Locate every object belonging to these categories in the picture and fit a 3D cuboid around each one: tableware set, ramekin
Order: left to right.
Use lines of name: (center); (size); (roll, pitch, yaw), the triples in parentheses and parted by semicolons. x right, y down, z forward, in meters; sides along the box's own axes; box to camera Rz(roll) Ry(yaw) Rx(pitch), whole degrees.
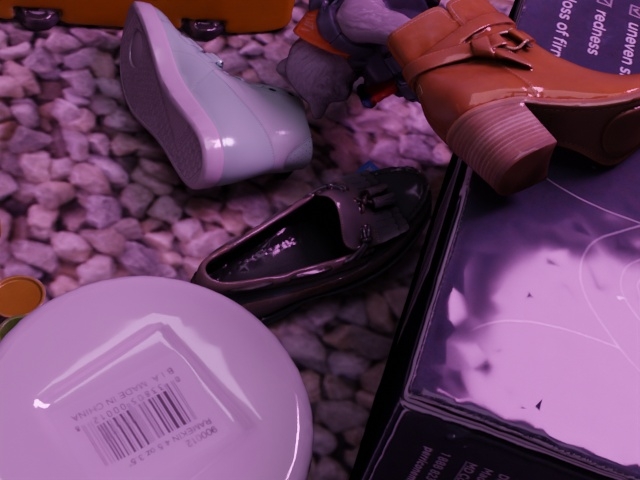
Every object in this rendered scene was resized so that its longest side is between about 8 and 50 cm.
tableware set: (-0.291, 0.038, 0.890); (0.104, 0.024, 0.154); (-7, 48, -13)
ramekin: (-0.137, 0.161, 0.789); (0.277, 0.135, 0.277); (7, 53, -9)

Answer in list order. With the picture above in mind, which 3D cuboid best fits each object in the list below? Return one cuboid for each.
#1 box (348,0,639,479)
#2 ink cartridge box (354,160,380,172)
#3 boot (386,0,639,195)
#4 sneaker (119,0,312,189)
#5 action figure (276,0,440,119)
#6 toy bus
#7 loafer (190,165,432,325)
box: (0.312, 0.081, 0.854); (0.471, 0.297, 0.480); (20, 53, 4)
ink cartridge box: (0.063, -0.036, 1.045); (0.083, 0.028, 0.048); (40, 57, 14)
boot: (0.158, -0.122, 0.745); (0.197, 0.073, 0.152); (-17, 56, -26)
sneaker: (-0.105, -0.149, 1.054); (0.151, 0.094, 0.256); (-7, 49, -33)
action figure: (0.084, -0.261, 1.011); (0.178, 0.341, 0.330); (43, 93, -15)
toy bus: (-0.189, -0.304, 1.123); (0.332, 0.108, 0.130); (1, 55, -13)
loafer: (0.000, 0.000, 0.949); (0.267, 0.084, 0.096); (-30, 67, -21)
